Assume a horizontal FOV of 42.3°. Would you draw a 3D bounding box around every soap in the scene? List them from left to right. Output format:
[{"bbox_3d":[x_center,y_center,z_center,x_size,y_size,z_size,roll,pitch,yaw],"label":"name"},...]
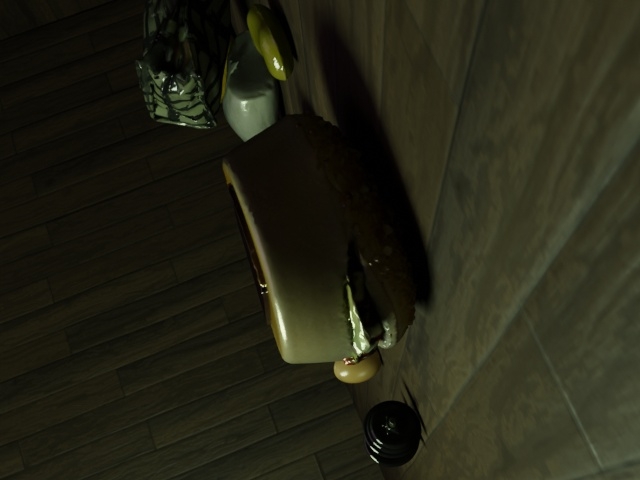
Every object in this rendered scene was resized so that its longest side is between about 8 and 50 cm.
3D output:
[{"bbox_3d":[-0.071,-0.288,1.194,0.140,0.045,0.089,-116,9,-52],"label":"soap"}]

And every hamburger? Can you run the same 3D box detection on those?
[{"bbox_3d":[0.000,0.000,0.943,0.302,0.170,0.302,163,90,-83],"label":"hamburger"}]

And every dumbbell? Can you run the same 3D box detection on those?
[{"bbox_3d":[0.122,0.330,1.411,0.208,0.099,0.099,82,166,-65],"label":"dumbbell"}]

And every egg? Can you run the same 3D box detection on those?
[{"bbox_3d":[0.071,0.238,1.609,0.080,0.096,0.080,51,171,11],"label":"egg"}]

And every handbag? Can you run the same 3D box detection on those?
[{"bbox_3d":[-0.241,-0.391,1.484,0.327,0.162,0.325,153,121,-81],"label":"handbag"}]

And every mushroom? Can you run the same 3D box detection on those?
[{"bbox_3d":[-0.116,-0.241,1.634,0.329,0.122,0.159,77,-152,-57],"label":"mushroom"}]

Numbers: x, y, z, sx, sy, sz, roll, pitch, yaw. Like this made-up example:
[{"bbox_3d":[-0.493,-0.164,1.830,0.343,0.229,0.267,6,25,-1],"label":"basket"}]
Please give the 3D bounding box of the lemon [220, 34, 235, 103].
[{"bbox_3d":[-0.287,-0.447,2.079,0.187,0.187,0.244,-117,11,-51],"label":"lemon"}]
